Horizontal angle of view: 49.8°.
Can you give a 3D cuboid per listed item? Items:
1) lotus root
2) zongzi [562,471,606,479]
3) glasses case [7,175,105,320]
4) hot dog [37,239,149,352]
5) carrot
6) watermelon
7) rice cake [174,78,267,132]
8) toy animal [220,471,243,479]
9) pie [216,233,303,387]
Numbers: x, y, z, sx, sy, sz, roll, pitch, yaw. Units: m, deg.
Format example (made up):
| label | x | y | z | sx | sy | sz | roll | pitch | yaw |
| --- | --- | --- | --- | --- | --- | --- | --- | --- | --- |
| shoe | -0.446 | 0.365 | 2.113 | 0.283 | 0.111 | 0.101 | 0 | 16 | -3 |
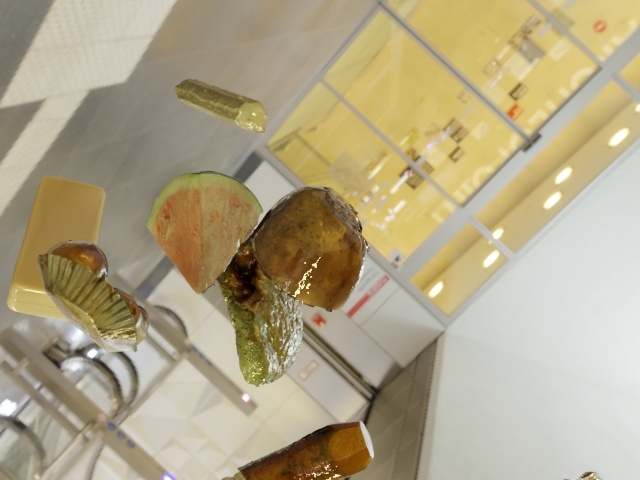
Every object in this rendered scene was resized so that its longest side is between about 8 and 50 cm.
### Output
| label | x | y | z | sx | sy | sz | roll | pitch | yaw |
| --- | --- | --- | --- | --- | --- | --- | --- | --- | --- |
| lotus root | 0.000 | 0.000 | 1.472 | 0.192 | 0.272 | 0.272 | -50 | 178 | 19 |
| zongzi | 0.566 | 0.559 | 1.367 | 0.256 | 0.228 | 0.115 | 22 | 100 | -43 |
| glasses case | -0.530 | 0.008 | 1.403 | 0.336 | 0.144 | 0.076 | -98 | -151 | -47 |
| hot dog | -0.292 | 0.082 | 0.907 | 0.082 | 0.162 | 0.270 | -47 | -179 | -21 |
| carrot | -0.038 | 0.466 | 1.426 | 0.302 | 0.114 | 0.114 | -26 | -177 | 9 |
| watermelon | -0.326 | -0.042 | 1.748 | 0.283 | 0.250 | 0.292 | -24 | -149 | 20 |
| rice cake | -0.171 | -0.231 | 1.169 | 0.052 | 0.057 | 0.256 | -51 | -140 | -8 |
| toy animal | -0.258 | 0.760 | 1.864 | 0.289 | 0.174 | 0.249 | -17 | -164 | -16 |
| pie | -0.169 | 0.224 | 1.995 | 0.181 | 0.417 | 0.395 | -12 | 161 | 15 |
